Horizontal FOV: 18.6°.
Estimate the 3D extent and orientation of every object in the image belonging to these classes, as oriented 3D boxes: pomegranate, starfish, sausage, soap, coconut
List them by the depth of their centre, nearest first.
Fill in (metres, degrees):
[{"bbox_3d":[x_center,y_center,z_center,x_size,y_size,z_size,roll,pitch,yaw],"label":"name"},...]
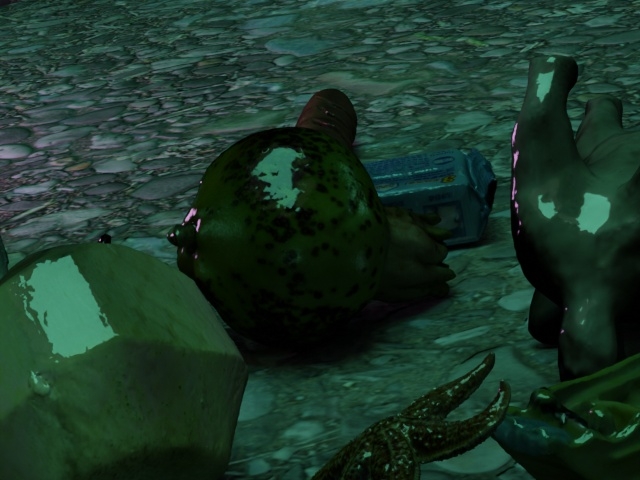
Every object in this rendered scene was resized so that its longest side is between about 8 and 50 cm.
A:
[{"bbox_3d":[0.053,0.154,1.428,0.213,0.057,0.238,-25,20,44],"label":"starfish"},{"bbox_3d":[-0.190,0.116,1.524,0.259,0.259,0.259,-8,17,3],"label":"coconut"},{"bbox_3d":[-0.007,0.014,1.884,0.204,0.276,0.222,-45,37,11],"label":"pomegranate"},{"bbox_3d":[0.049,-0.033,2.136,0.293,0.077,0.156,-9,18,5],"label":"soap"},{"bbox_3d":[0.002,-0.113,2.423,0.088,0.088,0.433,-8,16,5],"label":"sausage"}]

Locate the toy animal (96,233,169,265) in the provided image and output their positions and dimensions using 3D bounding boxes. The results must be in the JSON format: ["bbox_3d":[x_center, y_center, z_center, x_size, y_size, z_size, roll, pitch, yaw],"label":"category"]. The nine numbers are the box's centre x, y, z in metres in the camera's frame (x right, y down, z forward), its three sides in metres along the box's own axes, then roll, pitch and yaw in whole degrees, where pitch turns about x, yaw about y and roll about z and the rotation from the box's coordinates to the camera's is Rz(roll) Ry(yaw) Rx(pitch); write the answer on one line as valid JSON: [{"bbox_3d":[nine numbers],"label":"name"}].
[{"bbox_3d":[-0.257,0.059,1.937,0.210,0.117,0.121,-6,23,4],"label":"toy animal"}]

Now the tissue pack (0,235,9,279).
[{"bbox_3d":[-0.510,0.007,2.214,0.228,0.128,0.311,-19,19,-24],"label":"tissue pack"}]

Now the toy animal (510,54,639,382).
[{"bbox_3d":[0.266,0.003,1.688,0.194,0.302,0.344,3,-4,22],"label":"toy animal"}]

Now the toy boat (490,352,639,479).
[{"bbox_3d":[0.246,0.135,1.479,0.276,0.084,0.111,-18,16,-37],"label":"toy boat"}]
